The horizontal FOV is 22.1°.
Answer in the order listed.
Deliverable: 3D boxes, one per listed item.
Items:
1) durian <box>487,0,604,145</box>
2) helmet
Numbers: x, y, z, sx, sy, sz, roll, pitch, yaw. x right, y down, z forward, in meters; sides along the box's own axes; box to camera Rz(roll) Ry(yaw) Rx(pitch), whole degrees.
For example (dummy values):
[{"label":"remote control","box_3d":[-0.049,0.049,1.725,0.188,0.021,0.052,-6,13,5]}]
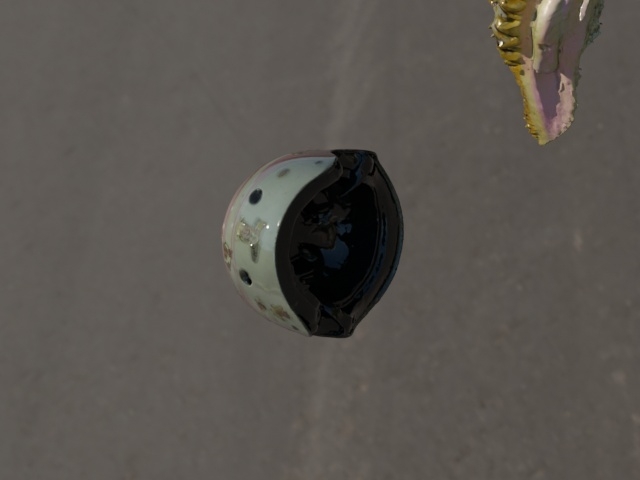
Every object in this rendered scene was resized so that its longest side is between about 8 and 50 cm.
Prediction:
[{"label":"durian","box_3d":[0.166,-0.167,1.301,0.078,0.224,0.140,-9,34,-15]},{"label":"helmet","box_3d":[-0.017,-0.002,1.323,0.107,0.153,0.177,8,3,27]}]
